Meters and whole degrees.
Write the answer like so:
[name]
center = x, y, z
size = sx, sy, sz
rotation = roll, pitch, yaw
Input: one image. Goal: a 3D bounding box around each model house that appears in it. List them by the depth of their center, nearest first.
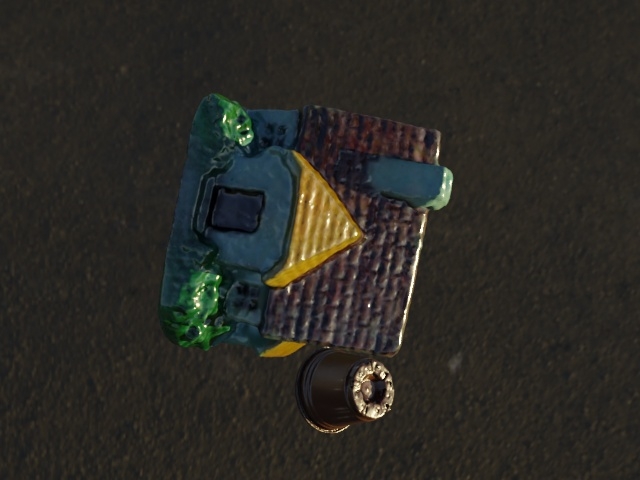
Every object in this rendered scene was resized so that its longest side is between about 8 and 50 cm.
[model house]
center = 0.000, 0.000, 1.196
size = 0.249, 0.230, 0.280
rotation = 10, 89, 22

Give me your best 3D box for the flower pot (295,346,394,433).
[flower pot]
center = 0.037, 0.183, 1.372
size = 0.111, 0.089, 0.111
rotation = 7, 78, -37
